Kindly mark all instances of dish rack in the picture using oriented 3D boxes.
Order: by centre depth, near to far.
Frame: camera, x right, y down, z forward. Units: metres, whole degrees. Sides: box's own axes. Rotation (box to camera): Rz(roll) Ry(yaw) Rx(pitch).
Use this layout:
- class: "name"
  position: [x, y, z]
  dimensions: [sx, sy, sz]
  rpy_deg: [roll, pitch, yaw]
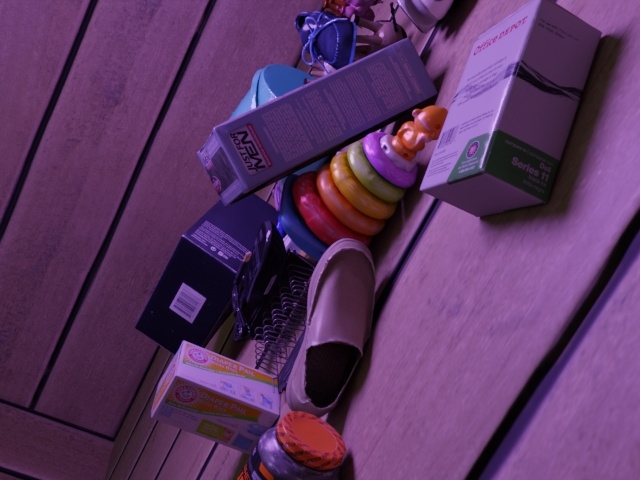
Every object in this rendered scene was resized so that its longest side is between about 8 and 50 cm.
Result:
- class: "dish rack"
  position: [-0.063, 0.151, 1.370]
  dimensions: [0.208, 0.074, 0.271]
  rpy_deg: [-63, 14, 14]

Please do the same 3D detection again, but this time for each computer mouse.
- class: "computer mouse"
  position: [-0.119, 0.060, 1.455]
  dimensions: [0.184, 0.060, 0.262]
  rpy_deg: [-107, 32, -58]

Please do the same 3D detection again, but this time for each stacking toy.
- class: "stacking toy"
  position: [0.086, -0.105, 1.141]
  dimensions: [0.302, 0.175, 0.165]
  rpy_deg: [-44, 23, 30]

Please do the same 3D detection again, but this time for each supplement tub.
- class: "supplement tub"
  position: [-0.050, 0.324, 0.948]
  dimensions: [0.190, 0.117, 0.117]
  rpy_deg: [-62, 14, 15]

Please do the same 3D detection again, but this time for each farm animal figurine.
- class: "farm animal figurine"
  position: [0.093, -0.375, 1.518]
  dimensions: [0.330, 0.172, 0.326]
  rpy_deg: [-101, 25, -54]

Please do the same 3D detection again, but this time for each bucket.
- class: "bucket"
  position: [-0.078, -0.282, 1.771]
  dimensions: [0.183, 0.281, 0.281]
  rpy_deg: [-54, 18, 31]

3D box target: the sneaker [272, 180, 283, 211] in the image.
- class: "sneaker"
  position: [-0.083, -0.148, 1.914]
  dimensions: [0.236, 0.095, 0.104]
  rpy_deg: [-90, 20, -57]

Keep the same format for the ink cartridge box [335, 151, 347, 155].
- class: "ink cartridge box"
  position: [0.052, -0.118, 1.423]
  dimensions: [0.099, 0.056, 0.135]
  rpy_deg: [-66, 14, 1]

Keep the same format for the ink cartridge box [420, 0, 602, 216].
- class: "ink cartridge box"
  position: [0.210, -0.142, 0.823]
  dimensions: [0.208, 0.087, 0.153]
  rpy_deg: [-69, 14, -9]

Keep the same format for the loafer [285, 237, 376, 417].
- class: "loafer"
  position: [0.026, 0.129, 1.046]
  dimensions: [0.092, 0.102, 0.268]
  rpy_deg: [178, 106, -73]

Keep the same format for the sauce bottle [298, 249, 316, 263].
- class: "sauce bottle"
  position: [0.000, 0.000, 1.456]
  dimensions: [0.128, 0.042, 0.042]
  rpy_deg: [-51, 20, 39]

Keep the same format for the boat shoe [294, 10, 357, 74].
- class: "boat shoe"
  position: [0.002, -0.361, 1.329]
  dimensions: [0.258, 0.089, 0.109]
  rpy_deg: [-122, 42, -68]

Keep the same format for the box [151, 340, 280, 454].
- class: "box"
  position: [-0.187, 0.285, 1.328]
  dimensions: [0.114, 0.203, 0.103]
  rpy_deg: [-59, 15, 24]

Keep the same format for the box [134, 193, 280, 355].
- class: "box"
  position: [-0.270, 0.082, 1.861]
  dimensions: [0.343, 0.179, 0.312]
  rpy_deg: [-56, -1, 33]

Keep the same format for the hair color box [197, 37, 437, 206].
- class: "hair color box"
  position: [-0.009, -0.198, 1.245]
  dimensions: [0.374, 0.113, 0.185]
  rpy_deg: [-28, 3, -18]

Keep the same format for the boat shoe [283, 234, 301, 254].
- class: "boat shoe"
  position: [-0.054, 0.033, 1.555]
  dimensions: [0.226, 0.083, 0.076]
  rpy_deg: [-54, 3, 2]

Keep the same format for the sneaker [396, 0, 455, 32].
- class: "sneaker"
  position: [0.216, -0.487, 1.365]
  dimensions: [0.146, 0.122, 0.330]
  rpy_deg: [-40, 22, 20]

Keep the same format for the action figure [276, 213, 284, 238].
- class: "action figure"
  position: [-0.088, 0.012, 1.640]
  dimensions: [0.139, 0.091, 0.280]
  rpy_deg: [135, 157, -82]
